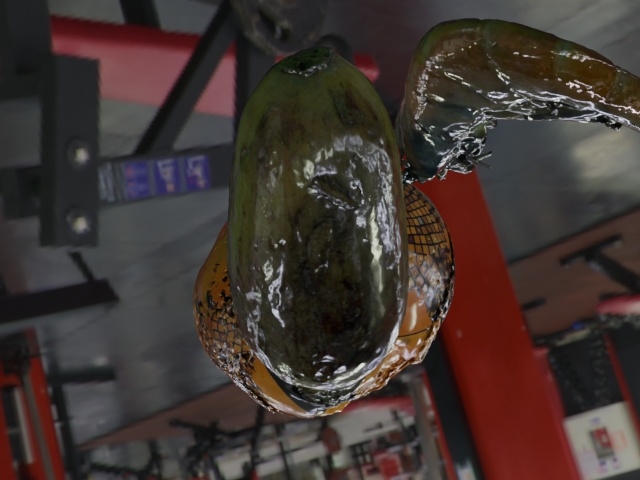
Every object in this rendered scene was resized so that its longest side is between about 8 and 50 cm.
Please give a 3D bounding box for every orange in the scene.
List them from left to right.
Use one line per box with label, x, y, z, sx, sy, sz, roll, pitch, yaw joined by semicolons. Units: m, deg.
orange;0.001;0.034;0.965;0.182;0.234;0.234;40;136;-23

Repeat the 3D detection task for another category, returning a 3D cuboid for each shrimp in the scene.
shrimp;0.137;-0.051;0.693;0.198;0.051;0.262;24;163;1

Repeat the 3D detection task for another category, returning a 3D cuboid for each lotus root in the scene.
lotus root;0.000;0.000;0.522;0.089;0.179;0.080;-20;-147;-28
